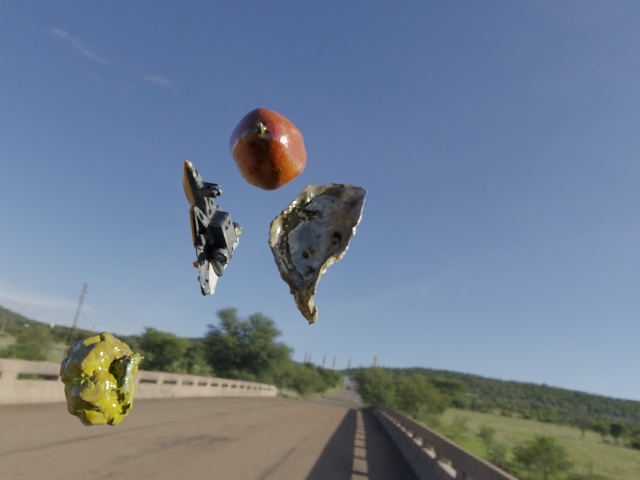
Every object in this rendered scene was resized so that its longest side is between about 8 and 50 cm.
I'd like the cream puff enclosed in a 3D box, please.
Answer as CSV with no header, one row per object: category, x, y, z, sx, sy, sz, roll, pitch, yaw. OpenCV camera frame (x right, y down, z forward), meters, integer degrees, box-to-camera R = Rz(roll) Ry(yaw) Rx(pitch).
cream puff,-0.591,0.386,1.537,0.185,0.281,0.282,-24,-22,5

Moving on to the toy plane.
toy plane,-0.229,-0.043,1.149,0.103,0.204,0.316,14,-40,8

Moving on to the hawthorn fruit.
hawthorn fruit,-0.133,-0.230,1.317,0.200,0.199,0.251,9,-8,3

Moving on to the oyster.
oyster,-0.028,0.002,1.377,0.204,0.396,0.111,22,-23,8
